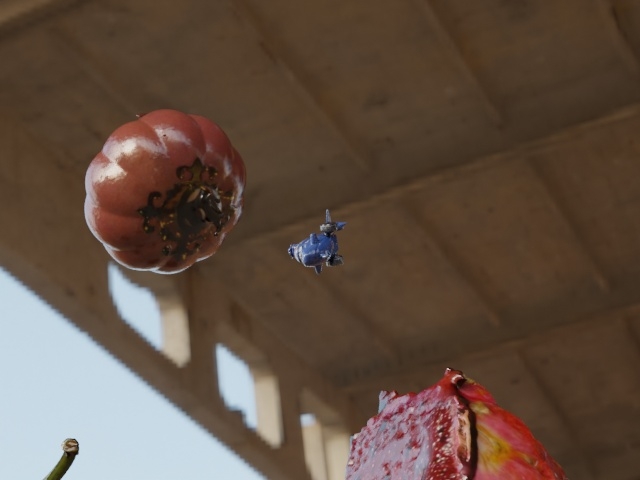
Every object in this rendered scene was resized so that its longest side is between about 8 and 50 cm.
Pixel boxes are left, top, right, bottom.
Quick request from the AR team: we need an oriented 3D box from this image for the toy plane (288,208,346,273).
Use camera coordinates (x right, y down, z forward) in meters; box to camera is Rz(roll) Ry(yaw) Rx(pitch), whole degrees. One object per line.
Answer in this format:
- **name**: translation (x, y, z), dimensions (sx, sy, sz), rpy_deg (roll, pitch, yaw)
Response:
- **toy plane**: translation (0.000, 0.000, 1.857), dimensions (0.062, 0.167, 0.054), rpy_deg (-5, -74, 18)

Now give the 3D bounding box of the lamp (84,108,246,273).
- **lamp**: translation (-0.160, -0.047, 1.598), dimensions (0.182, 0.140, 0.182), rpy_deg (-15, -58, -25)

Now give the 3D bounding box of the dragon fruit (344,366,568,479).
- **dragon fruit**: translation (0.071, 0.186, 0.803), dimensions (0.163, 0.261, 0.189), rpy_deg (-19, -55, 25)

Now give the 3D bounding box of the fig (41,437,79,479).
- **fig**: translation (-0.317, 0.293, 1.503), dimensions (0.124, 0.236, 0.124), rpy_deg (33, -12, 8)
